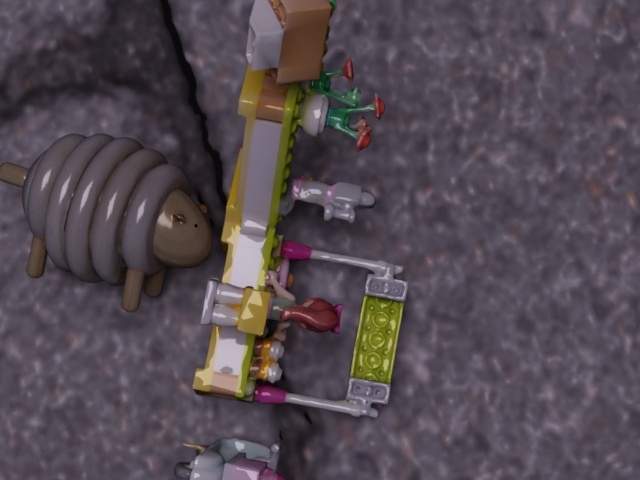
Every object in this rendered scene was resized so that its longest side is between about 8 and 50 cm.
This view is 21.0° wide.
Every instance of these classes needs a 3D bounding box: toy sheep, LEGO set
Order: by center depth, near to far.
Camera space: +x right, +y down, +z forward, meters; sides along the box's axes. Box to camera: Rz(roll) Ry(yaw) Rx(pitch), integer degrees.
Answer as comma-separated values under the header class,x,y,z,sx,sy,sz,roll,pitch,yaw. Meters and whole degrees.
class,x,y,z,sx,sy,sz,roll,pitch,yaw
LEGO set,0.000,0.000,0.907,0.107,0.132,0.287,11,103,0
toy sheep,-0.120,-0.016,0.943,0.132,0.091,0.091,17,82,12
